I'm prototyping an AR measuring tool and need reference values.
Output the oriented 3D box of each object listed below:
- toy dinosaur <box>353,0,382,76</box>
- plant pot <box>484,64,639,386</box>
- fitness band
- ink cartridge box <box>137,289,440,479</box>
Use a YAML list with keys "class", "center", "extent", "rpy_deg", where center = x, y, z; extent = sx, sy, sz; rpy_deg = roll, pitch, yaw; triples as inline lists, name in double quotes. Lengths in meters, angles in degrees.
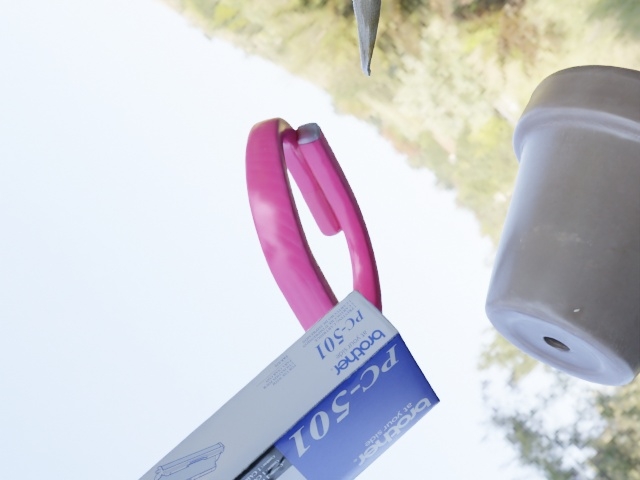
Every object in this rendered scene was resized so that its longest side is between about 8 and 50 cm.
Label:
- class: "toy dinosaur"
  center: [0.015, -0.151, 0.532]
  extent: [0.092, 0.183, 0.053]
  rpy_deg: [-23, -145, -37]
- class: "plant pot"
  center: [0.270, 0.005, 1.062]
  extent: [0.263, 0.229, 0.263]
  rpy_deg: [28, 165, 8]
- class: "fitness band"
  center: [0.000, 0.000, 1.190]
  extent: [0.209, 0.054, 0.291]
  rpy_deg: [-89, -22, -44]
- class: "ink cartridge box"
  center: [-0.030, 0.130, 0.662]
  extent: [0.046, 0.207, 0.097]
  rpy_deg: [44, 172, 37]
